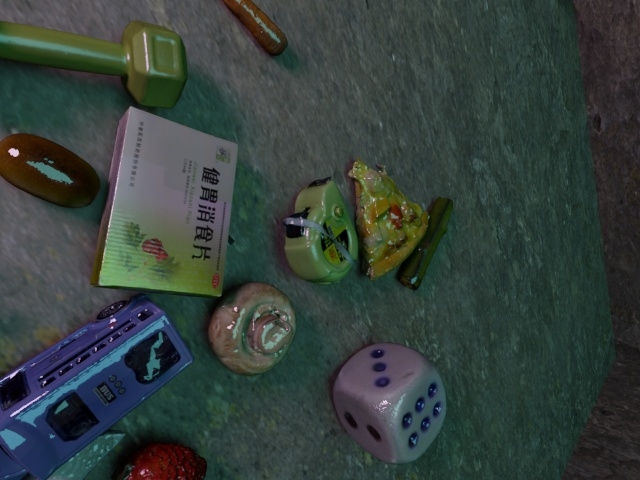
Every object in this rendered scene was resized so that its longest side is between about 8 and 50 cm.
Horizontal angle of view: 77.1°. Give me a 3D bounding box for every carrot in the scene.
[{"bbox_3d":[-0.133,-0.408,0.709,0.191,0.047,0.047,39,70,-31],"label":"carrot"}]

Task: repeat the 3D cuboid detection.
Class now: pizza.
[{"bbox_3d":[0.146,-0.064,0.945,0.280,0.075,0.287,-50,122,-26],"label":"pizza"}]

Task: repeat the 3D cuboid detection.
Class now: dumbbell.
[{"bbox_3d":[-0.329,-0.243,0.515,0.302,0.108,0.121,-6,96,-39],"label":"dumbbell"}]

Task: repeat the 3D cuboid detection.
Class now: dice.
[{"bbox_3d":[0.157,0.364,0.916,0.193,0.192,0.194,-28,113,-33],"label":"dice"}]

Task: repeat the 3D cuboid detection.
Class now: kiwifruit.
[{"bbox_3d":[-0.358,-0.091,0.531,0.124,0.075,0.075,34,72,-32],"label":"kiwifruit"}]

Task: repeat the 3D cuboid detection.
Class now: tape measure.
[{"bbox_3d":[0.000,0.000,0.813,0.175,0.106,0.199,-48,124,-42],"label":"tape measure"}]

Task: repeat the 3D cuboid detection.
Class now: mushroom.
[{"bbox_3d":[-0.116,0.156,0.716,0.166,0.127,0.166,2,87,-35],"label":"mushroom"}]

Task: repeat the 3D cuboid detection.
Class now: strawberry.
[{"bbox_3d":[-0.249,0.389,0.630,0.148,0.131,0.131,24,78,-30],"label":"strawberry"}]

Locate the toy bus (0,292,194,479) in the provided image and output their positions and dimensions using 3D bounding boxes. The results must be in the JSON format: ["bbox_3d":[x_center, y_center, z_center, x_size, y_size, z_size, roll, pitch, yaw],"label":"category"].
[{"bbox_3d":[-0.329,0.204,0.539,0.292,0.133,0.125,-36,116,-32],"label":"toy bus"}]

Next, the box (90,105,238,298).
[{"bbox_3d":[-0.229,-0.049,0.617,0.175,0.062,0.260,12,75,-38],"label":"box"}]

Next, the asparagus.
[{"bbox_3d":[0.287,0.005,1.080,0.067,0.060,0.277,37,70,-15],"label":"asparagus"}]

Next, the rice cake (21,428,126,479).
[{"bbox_3d":[-0.425,0.382,0.515,0.365,0.073,0.056,-45,118,-27],"label":"rice cake"}]

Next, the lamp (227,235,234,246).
[{"bbox_3d":[-0.209,0.013,0.689,0.121,0.041,0.054,-42,110,-32],"label":"lamp"}]
